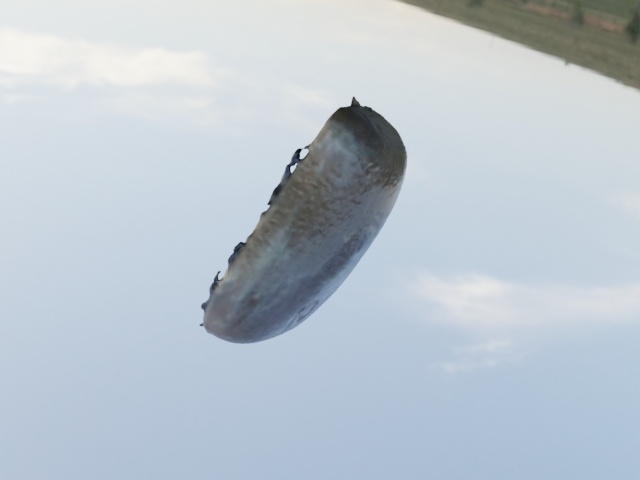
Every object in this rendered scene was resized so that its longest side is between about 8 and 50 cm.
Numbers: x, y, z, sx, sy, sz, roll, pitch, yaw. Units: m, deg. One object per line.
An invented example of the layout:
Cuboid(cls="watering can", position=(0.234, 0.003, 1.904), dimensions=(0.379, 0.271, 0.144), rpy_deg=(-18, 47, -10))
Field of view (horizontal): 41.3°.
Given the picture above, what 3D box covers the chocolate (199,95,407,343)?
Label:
Cuboid(cls="chocolate", position=(0.000, 0.002, 0.780), dimensions=(0.083, 0.261, 0.161), rpy_deg=(39, -162, 15))
